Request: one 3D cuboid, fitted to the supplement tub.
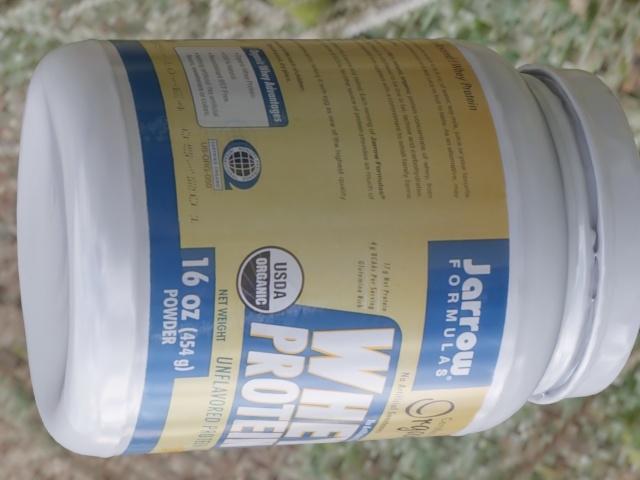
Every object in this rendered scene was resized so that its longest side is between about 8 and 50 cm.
[{"bbox_3d":[0.000,0.000,0.701,0.200,0.144,0.144,-2,143,-16],"label":"supplement tub"}]
